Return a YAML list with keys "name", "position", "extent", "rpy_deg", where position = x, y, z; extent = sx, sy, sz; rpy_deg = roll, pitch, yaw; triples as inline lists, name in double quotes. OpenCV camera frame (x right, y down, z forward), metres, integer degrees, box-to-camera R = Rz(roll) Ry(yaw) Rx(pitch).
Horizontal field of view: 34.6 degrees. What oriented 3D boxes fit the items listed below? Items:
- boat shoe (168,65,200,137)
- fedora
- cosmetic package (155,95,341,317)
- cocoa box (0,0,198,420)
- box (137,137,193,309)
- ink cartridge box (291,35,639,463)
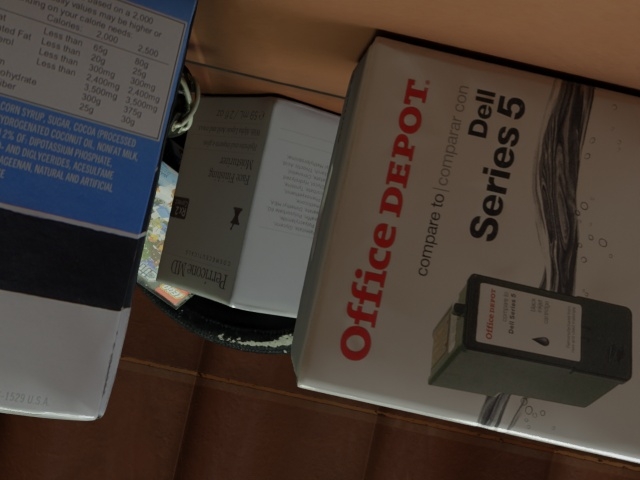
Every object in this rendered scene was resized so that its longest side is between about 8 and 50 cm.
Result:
- name: "boat shoe"
  position: [-0.121, -0.108, 0.723]
  extent: [0.070, 0.077, 0.219]
  rpy_deg: [14, -173, -15]
- name: "fedora"
  position: [-0.077, -0.023, 1.239]
  extent: [0.334, 0.333, 0.152]
  rpy_deg: [12, -151, 15]
- name: "cosmetic package"
  position: [-0.038, -0.027, 0.953]
  extent: [0.152, 0.183, 0.151]
  rpy_deg: [13, 179, -35]
- name: "cocoa box"
  position: [-0.256, -0.058, 0.593]
  extent: [0.232, 0.227, 0.347]
  rpy_deg: [14, 179, -30]
- name: "box"
  position: [-0.197, -0.041, 1.122]
  extent: [0.233, 0.159, 0.044]
  rpy_deg: [38, -146, -20]
- name: "ink cartridge box"
  position: [0.133, 0.014, 0.601]
  extent: [0.273, 0.198, 0.115]
  rpy_deg: [12, 179, -2]
